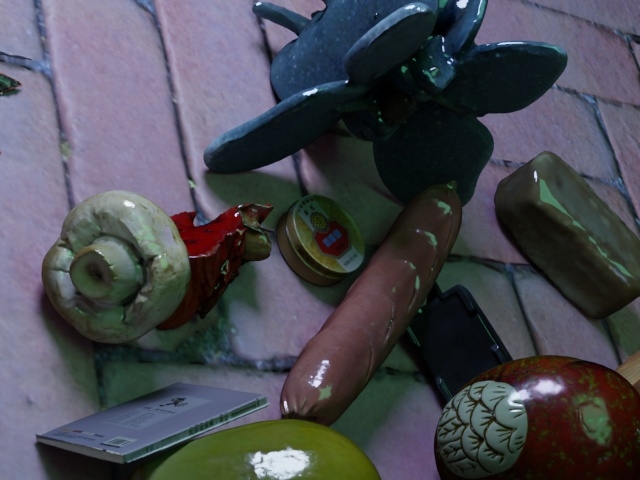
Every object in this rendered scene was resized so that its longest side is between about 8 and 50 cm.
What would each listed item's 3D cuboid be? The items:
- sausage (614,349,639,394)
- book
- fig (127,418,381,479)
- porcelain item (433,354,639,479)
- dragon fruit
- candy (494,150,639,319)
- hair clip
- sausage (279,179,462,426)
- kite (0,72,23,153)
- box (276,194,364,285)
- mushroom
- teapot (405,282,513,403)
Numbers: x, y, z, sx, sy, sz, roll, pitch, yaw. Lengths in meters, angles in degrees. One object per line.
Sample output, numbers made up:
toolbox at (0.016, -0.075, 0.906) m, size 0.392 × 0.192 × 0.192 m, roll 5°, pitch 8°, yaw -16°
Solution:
sausage at (0.481, 0.259, 1.817) m, size 0.287 × 0.233 × 0.233 m, roll 53°, pitch 40°, yaw 4°
book at (-0.153, 0.165, 1.371) m, size 0.182 × 0.127 × 0.014 m, roll -17°, pitch 105°, yaw -46°
fig at (-0.055, 0.265, 1.334) m, size 0.230 × 0.207 × 0.207 m, roll -12°, pitch 67°, yaw -16°
porcelain item at (0.240, 0.249, 1.586) m, size 0.253 × 0.253 × 0.253 m, roll 24°, pitch 47°, yaw -29°
dragon fruit at (-0.123, 0.019, 1.566) m, size 0.192 × 0.122 × 0.092 m, roll -39°, pitch 130°, yaw -54°
candy at (0.334, -0.005, 1.970) m, size 0.234 × 0.104 × 0.102 m, roll 42°, pitch 46°, yaw -10°
hair clip at (0.071, -0.228, 1.731) m, size 0.392 × 0.318 × 0.238 m, roll 9°, pitch 53°, yaw -37°
sausage at (0.069, 0.066, 1.667) m, size 0.088 × 0.088 × 0.433 m, roll 45°, pitch 46°, yaw -8°
kite at (-0.371, -0.144, 1.479) m, size 0.159 × 0.010 × 0.190 m, roll 54°, pitch 41°, yaw 0°
box at (0.000, 0.000, 1.700) m, size 0.105 × 0.037 × 0.105 m, roll 25°, pitch 46°, yaw -28°
mushroom at (-0.194, 0.026, 1.425) m, size 0.148 × 0.148 × 0.112 m, roll 54°, pitch 22°, yaw 2°
teapot at (0.167, 0.120, 1.741) m, size 0.177 × 0.087 × 0.096 m, roll 58°, pitch 15°, yaw 8°
